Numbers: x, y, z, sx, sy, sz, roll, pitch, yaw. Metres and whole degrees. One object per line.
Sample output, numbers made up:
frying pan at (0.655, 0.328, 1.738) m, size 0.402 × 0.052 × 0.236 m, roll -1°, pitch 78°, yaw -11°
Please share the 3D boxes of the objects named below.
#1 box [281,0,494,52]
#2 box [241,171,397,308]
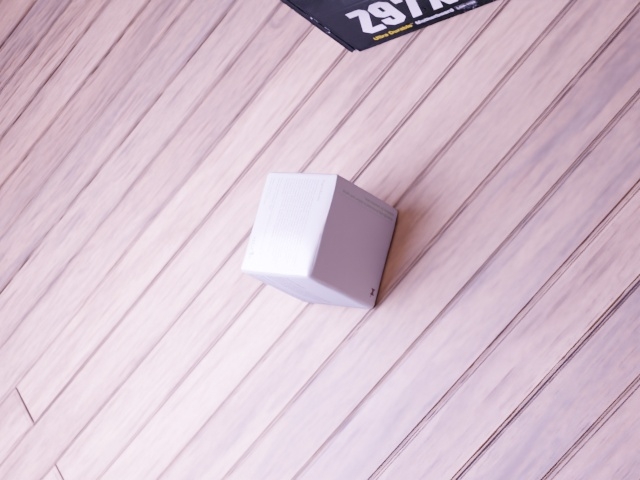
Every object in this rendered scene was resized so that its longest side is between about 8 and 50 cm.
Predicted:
box at (0.083, -0.298, 1.306) m, size 0.322 × 0.257 × 0.079 m, roll -16°, pitch 62°, yaw 34°
box at (0.000, 0.000, 1.345) m, size 0.087 × 0.101 × 0.102 m, roll 5°, pitch 74°, yaw 41°
